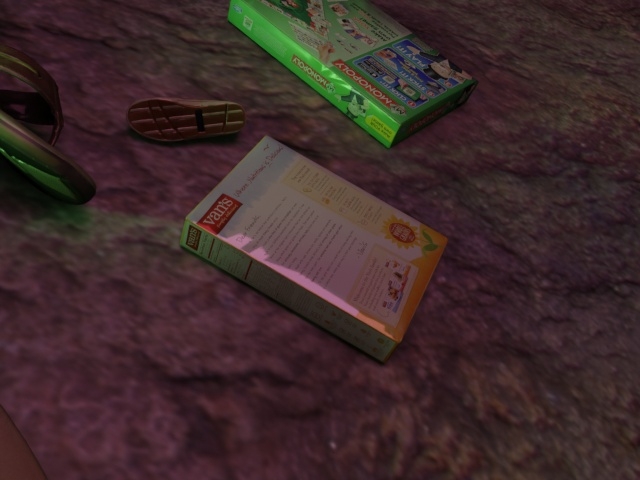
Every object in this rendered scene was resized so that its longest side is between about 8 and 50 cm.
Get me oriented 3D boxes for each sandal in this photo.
[{"bbox_3d":[-0.312,-0.152,0.632,0.086,0.120,0.303,-40,69,-13],"label":"sandal"}]

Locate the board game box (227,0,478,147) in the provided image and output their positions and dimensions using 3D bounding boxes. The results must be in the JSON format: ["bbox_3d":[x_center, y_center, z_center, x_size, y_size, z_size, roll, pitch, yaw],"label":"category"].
[{"bbox_3d":[0.049,-0.280,0.959,0.317,0.046,0.214,42,49,16],"label":"board game box"}]

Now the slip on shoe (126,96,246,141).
[{"bbox_3d":[-0.156,-0.143,0.758,0.136,0.051,0.041,-8,14,-18],"label":"slip on shoe"}]

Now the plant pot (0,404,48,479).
[{"bbox_3d":[-0.232,0.167,0.409,0.096,0.109,0.109,43,47,-1],"label":"plant pot"}]

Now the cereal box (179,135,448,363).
[{"bbox_3d":[0.000,0.000,0.686,0.240,0.047,0.173,30,45,6],"label":"cereal box"}]
